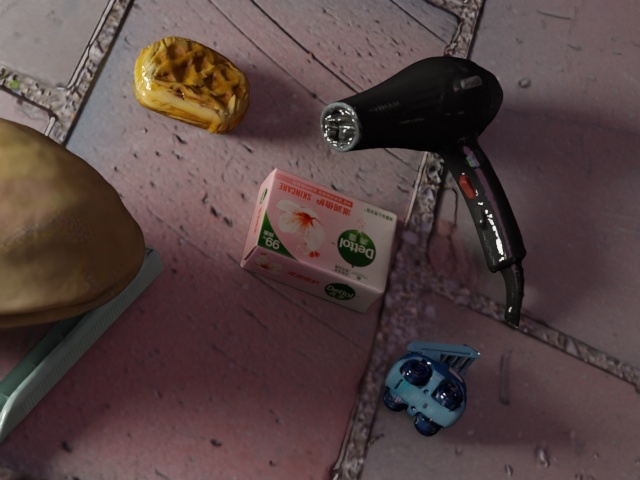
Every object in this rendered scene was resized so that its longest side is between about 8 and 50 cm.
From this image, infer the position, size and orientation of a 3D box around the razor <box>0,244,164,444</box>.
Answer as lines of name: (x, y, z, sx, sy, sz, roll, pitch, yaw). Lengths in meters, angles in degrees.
razor: (-0.215, 0.093, 1.082, 0.111, 0.056, 0.278, 17, 40, 28)

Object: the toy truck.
toy truck: (0.101, 0.119, 1.216, 0.073, 0.056, 0.090, 38, 41, 6)

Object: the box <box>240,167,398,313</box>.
box: (0.000, 0.000, 1.237, 0.125, 0.043, 0.089, 20, 56, -14)

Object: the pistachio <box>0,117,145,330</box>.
pistachio: (-0.276, -0.006, 1.031, 0.293, 0.162, 0.181, 3, 48, -18)

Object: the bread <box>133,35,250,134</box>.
bread: (-0.115, -0.141, 1.264, 0.111, 0.044, 0.083, 20, 52, -16)

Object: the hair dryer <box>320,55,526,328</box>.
hair dryer: (0.129, -0.042, 1.291, 0.235, 0.091, 0.271, -19, 79, -48)
